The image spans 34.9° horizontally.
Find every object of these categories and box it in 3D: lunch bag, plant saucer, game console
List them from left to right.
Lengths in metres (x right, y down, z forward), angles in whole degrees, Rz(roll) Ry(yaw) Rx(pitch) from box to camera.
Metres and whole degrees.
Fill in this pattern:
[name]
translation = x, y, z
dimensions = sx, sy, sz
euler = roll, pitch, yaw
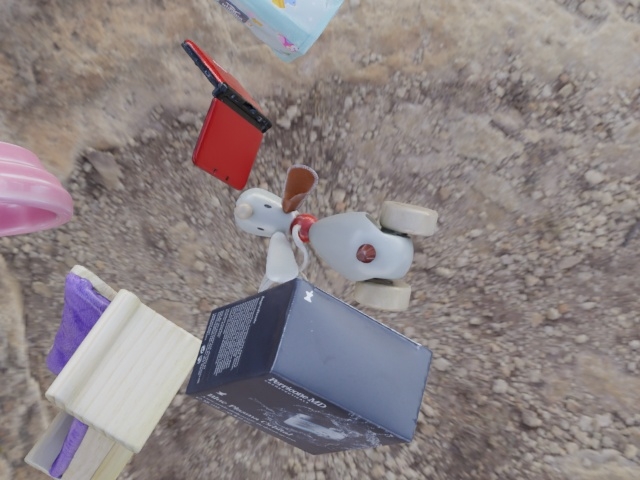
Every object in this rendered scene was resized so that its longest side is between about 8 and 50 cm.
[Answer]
[plant saucer]
translation = -0.472, -0.062, 1.239
dimensions = 0.332, 0.332, 0.084
euler = -4, 84, -1
[game console]
translation = -0.121, -0.141, 1.163
dimensions = 0.085, 0.144, 0.124
euler = -41, 70, 6
[lunch bag]
translation = -0.073, -0.367, 1.371
dimensions = 0.223, 0.262, 0.160
euler = 39, 124, -12

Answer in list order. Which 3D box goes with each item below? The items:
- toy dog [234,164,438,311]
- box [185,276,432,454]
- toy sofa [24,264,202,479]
[toy dog]
translation = 0.000, 0.000, 1.481
dimensions = 0.333, 0.161, 0.220
euler = -6, 84, 28
[box]
translation = -0.012, 0.120, 0.921
dimensions = 0.156, 0.158, 0.093
euler = 30, 60, -24
[toy sofa]
translation = -0.282, 0.188, 1.234
dimensions = 0.177, 0.362, 0.150
euler = 33, 60, -4
